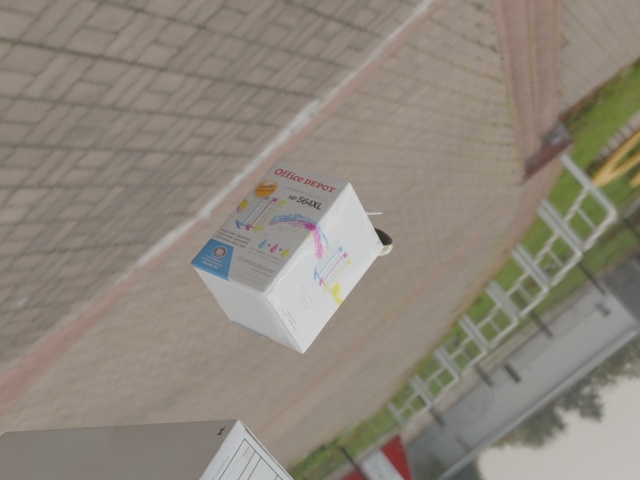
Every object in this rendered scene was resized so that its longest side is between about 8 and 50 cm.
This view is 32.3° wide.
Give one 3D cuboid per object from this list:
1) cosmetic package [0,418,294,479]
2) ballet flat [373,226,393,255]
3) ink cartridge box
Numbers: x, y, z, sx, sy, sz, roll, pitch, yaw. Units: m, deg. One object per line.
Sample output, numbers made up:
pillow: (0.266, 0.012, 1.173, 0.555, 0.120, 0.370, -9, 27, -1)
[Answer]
cosmetic package: (-0.103, 0.154, 0.604, 0.239, 0.099, 0.060, -13, -149, 47)
ballet flat: (0.000, 0.000, 1.257, 0.057, 0.173, 0.049, -38, 132, -64)
ink cartridge box: (-0.022, 0.005, 0.954, 0.143, 0.092, 0.090, -53, 138, -21)
